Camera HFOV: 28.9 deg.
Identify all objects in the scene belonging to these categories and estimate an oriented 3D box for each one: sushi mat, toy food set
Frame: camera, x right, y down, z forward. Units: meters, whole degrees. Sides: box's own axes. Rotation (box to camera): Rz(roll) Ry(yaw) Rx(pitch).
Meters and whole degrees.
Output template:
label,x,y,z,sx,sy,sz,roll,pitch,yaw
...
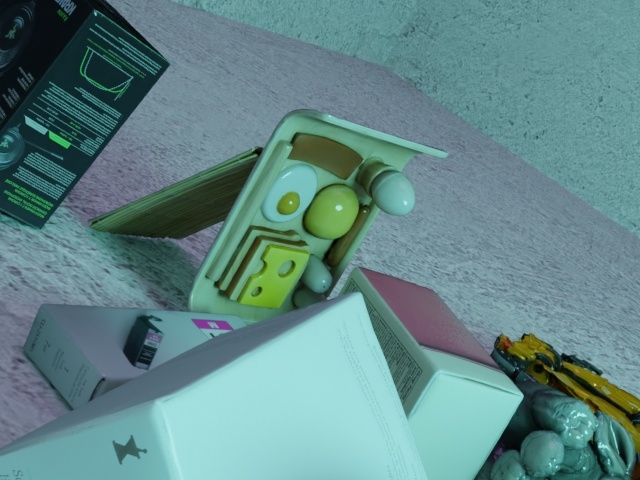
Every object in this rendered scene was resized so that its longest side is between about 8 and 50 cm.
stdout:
label,x,y,z,sx,sy,sz,roll,pitch,yaw
sushi mat,-0.134,-0.053,1.524,0.151,0.317,0.019,6,71,-46
toy food set,0.000,0.000,1.441,0.220,0.306,0.092,11,25,-46

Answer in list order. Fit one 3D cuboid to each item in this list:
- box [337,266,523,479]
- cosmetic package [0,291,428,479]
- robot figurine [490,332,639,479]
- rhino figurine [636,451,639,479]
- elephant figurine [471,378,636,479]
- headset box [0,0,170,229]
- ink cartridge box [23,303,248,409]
label,x,y,z,sx,sy,sz,roll,pitch,yaw
box,0.098,0.157,1.408,0.127,0.148,0.232,18,20,-31
cosmetic package,-0.059,0.186,0.921,0.385,0.156,0.217,-18,89,-67
robot figurine,0.353,0.228,1.696,0.291,0.085,0.211,34,18,20
rhino figurine,0.445,0.313,1.544,0.243,0.106,0.073,14,21,-38
elephant figurine,0.293,0.275,1.409,0.239,0.186,0.169,36,-28,-23
headset box,-0.360,-0.187,1.533,0.131,0.283,0.246,33,10,-43
ink cartridge box,-0.122,0.155,1.240,0.275,0.060,0.239,8,24,-48
